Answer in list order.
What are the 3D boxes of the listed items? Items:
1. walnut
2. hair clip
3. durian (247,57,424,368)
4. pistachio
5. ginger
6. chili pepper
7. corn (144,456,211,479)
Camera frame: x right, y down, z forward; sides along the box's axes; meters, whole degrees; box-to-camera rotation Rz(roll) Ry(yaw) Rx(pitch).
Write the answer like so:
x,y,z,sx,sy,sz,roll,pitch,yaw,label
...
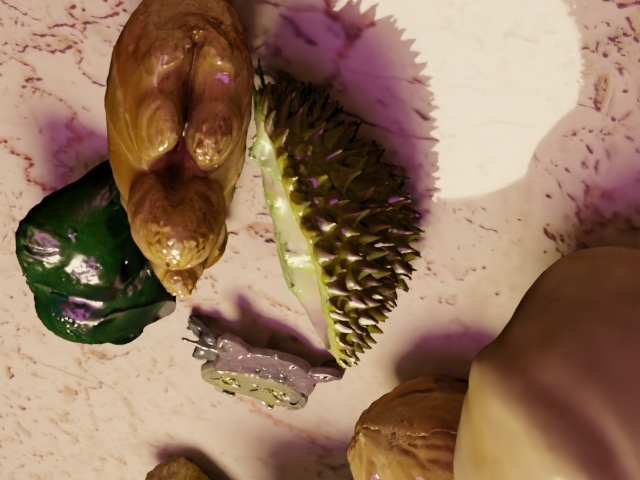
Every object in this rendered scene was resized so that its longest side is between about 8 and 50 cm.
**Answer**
x,y,z,sx,sy,sz,roll,pitch,yaw,label
0.142,0.254,1.383,0.245,0.198,0.198,30,139,-22,walnut
-0.082,0.150,1.474,0.187,0.056,0.146,28,145,-9,hair clip
0.000,0.000,1.214,0.169,0.158,0.352,17,143,26,durian
0.289,0.226,1.149,0.365,0.281,0.445,-14,84,49,pistachio
-0.111,-0.057,1.156,0.166,0.236,0.375,-26,138,-10,ginger
-0.248,0.045,1.379,0.116,0.148,0.264,49,155,24,chili pepper
-0.138,0.442,1.746,0.131,0.131,0.344,-13,125,33,corn
